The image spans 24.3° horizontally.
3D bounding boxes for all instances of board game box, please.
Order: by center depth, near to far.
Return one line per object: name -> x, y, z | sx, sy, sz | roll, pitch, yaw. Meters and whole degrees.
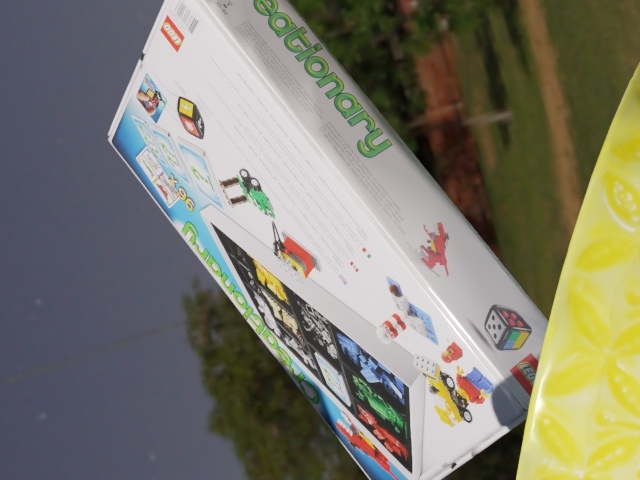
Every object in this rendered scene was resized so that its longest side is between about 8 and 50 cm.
board game box -> 0.000, 0.000, 0.872 | 0.305, 0.053, 0.193 | 52, 150, 8

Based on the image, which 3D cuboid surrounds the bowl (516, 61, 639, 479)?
bowl -> 0.204, 0.058, 0.688 | 0.289, 0.156, 0.289 | 15, -90, -72
